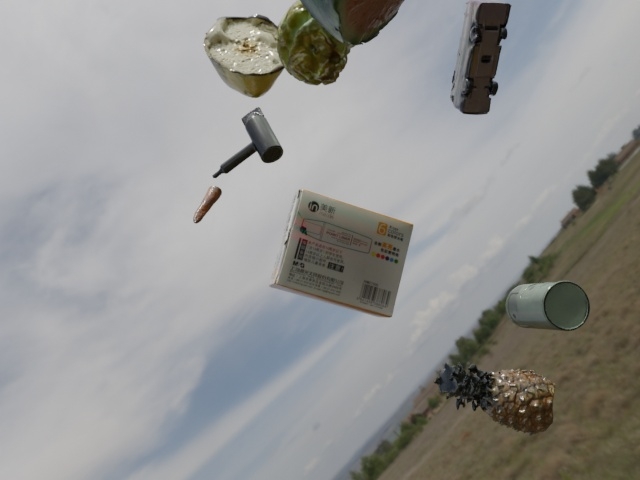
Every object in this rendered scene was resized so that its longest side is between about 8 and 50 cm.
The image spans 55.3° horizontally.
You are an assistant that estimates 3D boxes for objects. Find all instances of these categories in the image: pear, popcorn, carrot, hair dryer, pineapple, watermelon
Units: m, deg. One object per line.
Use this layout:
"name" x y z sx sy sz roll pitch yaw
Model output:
"pear" -0.220 -0.504 1.753 0.267 0.267 0.178 -37 -18 -34
"popcorn" -0.010 -0.499 1.520 0.183 0.204 0.221 -70 -5 -53
"carrot" -0.443 -0.128 2.334 0.224 0.057 0.057 -69 5 -50
"hair dryer" -0.260 -0.294 1.964 0.248 0.195 0.078 -34 -29 10
"pineapple" 0.418 0.363 1.483 0.158 0.279 0.157 18 -90 -83
"watermelon" 0.069 -0.464 1.123 0.292 0.319 0.222 -40 -44 -17

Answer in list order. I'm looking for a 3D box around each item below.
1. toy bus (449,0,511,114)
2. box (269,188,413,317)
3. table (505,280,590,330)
"toy bus" 0.457 -0.536 1.786 0.113 0.138 0.316 -1 -62 -16
"box" 0.045 0.030 1.312 0.091 0.274 0.220 156 132 -73
"table" 0.596 0.174 1.615 0.126 0.126 0.220 -45 0 -10
